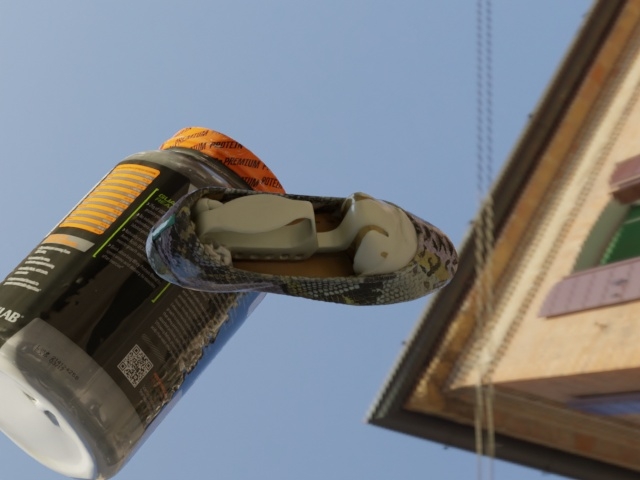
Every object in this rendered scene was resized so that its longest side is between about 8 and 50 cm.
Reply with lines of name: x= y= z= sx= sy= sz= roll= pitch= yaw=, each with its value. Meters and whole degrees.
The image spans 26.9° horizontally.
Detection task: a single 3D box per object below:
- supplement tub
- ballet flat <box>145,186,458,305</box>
supplement tub: x=-0.104 y=0.030 z=0.747 sx=0.117 sy=0.117 sz=0.190 roll=45 pitch=-120 yaw=-8
ballet flat: x=0.000 y=0.000 z=0.455 sx=0.114 sy=0.041 sz=0.041 roll=2 pitch=-99 yaw=-20
